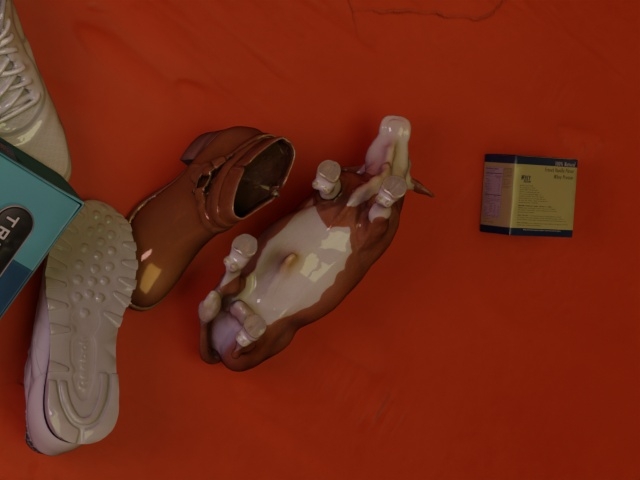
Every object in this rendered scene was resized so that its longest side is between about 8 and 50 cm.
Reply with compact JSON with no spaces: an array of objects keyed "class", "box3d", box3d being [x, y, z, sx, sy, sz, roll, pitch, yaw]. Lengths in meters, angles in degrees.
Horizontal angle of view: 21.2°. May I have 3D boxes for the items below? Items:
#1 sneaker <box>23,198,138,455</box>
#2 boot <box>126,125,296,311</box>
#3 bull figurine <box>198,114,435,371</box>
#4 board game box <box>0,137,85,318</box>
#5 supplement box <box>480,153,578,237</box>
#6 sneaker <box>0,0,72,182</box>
[{"class":"sneaker","box3d":[-0.227,0.076,1.536,0.090,0.095,0.235,18,66,-25]},{"class":"boot","box3d":[-0.107,-0.021,1.551,0.073,0.152,0.197,32,79,-28]},{"class":"bull figurine","box3d":[0.000,0.000,1.610,0.101,0.188,0.310,39,80,10]},{"class":"board game box","box3d":[-0.402,-0.021,1.375,0.336,0.079,0.254,34,94,-32]},{"class":"supplement box","box3d":[0.218,-0.047,1.790,0.083,0.056,0.083,2,94,-30]},{"class":"sneaker","box3d":[-0.293,-0.156,1.455,0.110,0.118,0.292,-35,112,-25]}]
